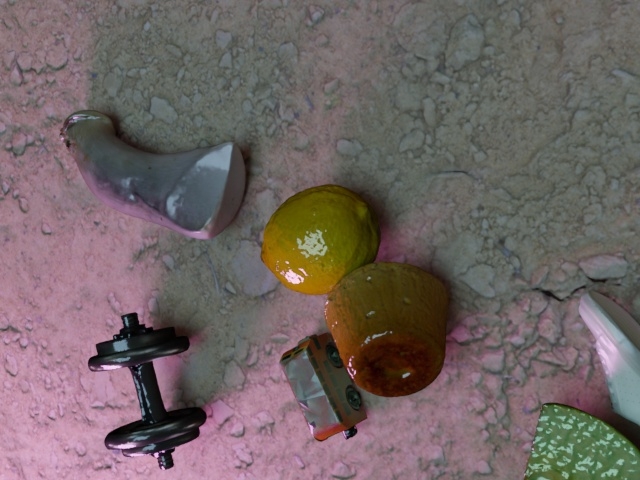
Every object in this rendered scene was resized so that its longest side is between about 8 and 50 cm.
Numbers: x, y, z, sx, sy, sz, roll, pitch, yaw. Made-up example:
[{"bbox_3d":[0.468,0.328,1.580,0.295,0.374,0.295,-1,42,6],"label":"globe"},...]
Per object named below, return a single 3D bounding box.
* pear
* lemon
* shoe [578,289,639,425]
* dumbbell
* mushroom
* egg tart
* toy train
[{"bbox_3d":[0.411,0.380,1.582,0.239,0.139,0.288,18,107,22],"label":"pear"},{"bbox_3d":[0.002,-0.002,1.739,0.180,0.180,0.193,43,105,18],"label":"lemon"},{"bbox_3d":[0.447,0.200,1.563,0.265,0.095,0.110,49,117,12],"label":"shoe"},{"bbox_3d":[-0.312,0.272,1.941,0.192,0.192,0.290,-13,90,30],"label":"dumbbell"},{"bbox_3d":[-0.319,-0.123,1.934,0.397,0.126,0.177,15,94,27],"label":"mushroom"},{"bbox_3d":[0.108,0.150,1.670,0.202,0.147,0.202,-2,129,-2],"label":"egg tart"},{"bbox_3d":[0.007,0.250,1.812,0.072,0.099,0.188,-29,81,28],"label":"toy train"}]
